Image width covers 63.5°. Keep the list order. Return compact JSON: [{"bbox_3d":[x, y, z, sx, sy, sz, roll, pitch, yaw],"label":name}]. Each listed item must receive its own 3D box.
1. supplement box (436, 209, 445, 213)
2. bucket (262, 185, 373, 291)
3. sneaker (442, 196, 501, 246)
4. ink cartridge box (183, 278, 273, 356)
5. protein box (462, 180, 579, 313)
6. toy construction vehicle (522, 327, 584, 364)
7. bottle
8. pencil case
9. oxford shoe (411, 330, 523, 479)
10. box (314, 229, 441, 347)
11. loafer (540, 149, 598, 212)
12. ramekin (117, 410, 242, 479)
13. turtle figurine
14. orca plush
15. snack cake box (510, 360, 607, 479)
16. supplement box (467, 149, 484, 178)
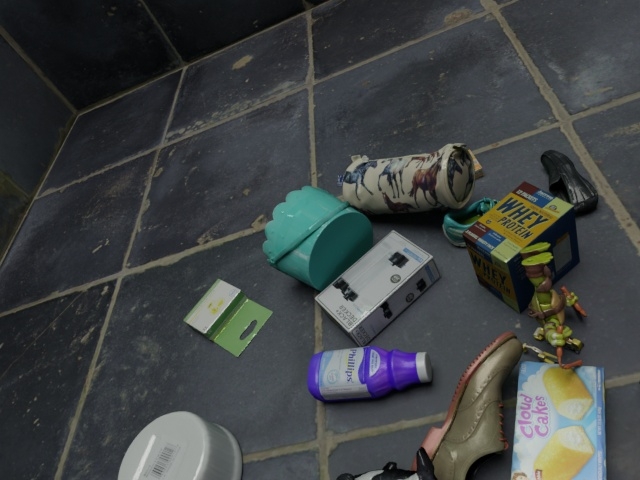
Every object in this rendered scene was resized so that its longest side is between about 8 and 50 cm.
[{"bbox_3d":[0.353,-0.138,1.502,0.083,0.056,0.083,-32,42,2],"label":"supplement box"},{"bbox_3d":[0.000,0.000,1.438,0.183,0.281,0.281,29,69,41],"label":"bucket"},{"bbox_3d":[0.453,-0.061,1.331,0.276,0.110,0.106,-18,44,15],"label":"sneaker"},{"bbox_3d":[-0.278,0.225,1.542,0.235,0.056,0.171,18,61,43],"label":"ink cartridge box"},{"bbox_3d":[0.463,0.017,1.183,0.200,0.201,0.136,-39,42,-7],"label":"protein box"},{"bbox_3d":[0.491,0.223,1.098,0.086,0.035,0.098,-47,44,-16],"label":"toy construction vehicle"},{"bbox_3d":[0.112,0.307,1.202,0.283,0.092,0.118,-11,45,22],"label":"bottle"},{"bbox_3d":[0.235,-0.167,1.440,0.160,0.183,0.411,-28,17,-37],"label":"pencil case"},{"bbox_3d":[0.320,0.347,1.009,0.130,0.123,0.348,28,87,40],"label":"oxford shoe"},{"bbox_3d":[0.150,0.124,1.355,0.290,0.087,0.169,-40,42,-8],"label":"box"},{"bbox_3d":[0.627,-0.156,1.341,0.078,0.076,0.223,-20,47,3],"label":"loafer"},{"bbox_3d":[-0.336,0.543,1.217,0.278,0.135,0.277,-16,45,17],"label":"ramekin"},{"bbox_3d":[0.462,0.118,1.044,0.087,0.217,0.270,-14,12,37],"label":"turtle figurine"},{"bbox_3d":[0.121,0.459,1.007,0.287,0.151,0.102,-56,0,37],"label":"orca plush"},{"bbox_3d":[0.442,0.365,0.955,0.152,0.089,0.264,-2,50,28],"label":"snack cake box"},{"bbox_3d":[0.438,-0.221,1.543,0.062,0.036,0.098,-25,43,9],"label":"supplement box"}]
